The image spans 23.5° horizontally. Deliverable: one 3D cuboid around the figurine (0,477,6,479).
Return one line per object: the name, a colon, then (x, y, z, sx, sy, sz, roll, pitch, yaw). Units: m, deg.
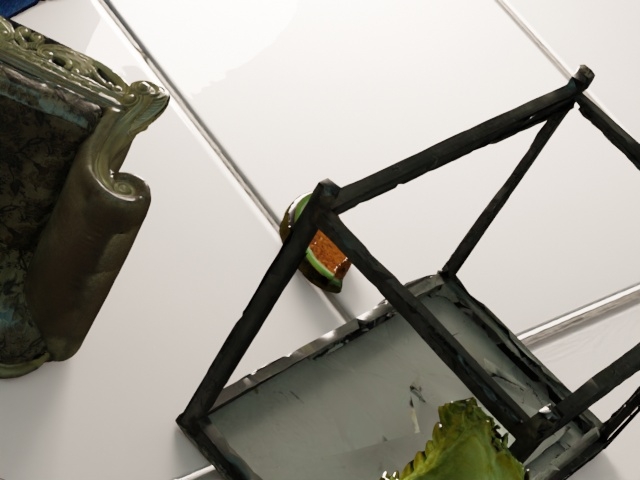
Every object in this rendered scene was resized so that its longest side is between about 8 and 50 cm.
figurine: (-0.197, 0.222, 0.928, 0.229, 0.137, 0.112, 47, 11, 12)

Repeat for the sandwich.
sandwich: (-0.001, 0.003, 1.330, 0.069, 0.026, 0.101, -9, 58, -42)

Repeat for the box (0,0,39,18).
box: (-0.250, -0.328, 1.323, 0.116, 0.261, 0.279, 38, 41, 10)

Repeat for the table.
table: (0.120, 0.071, 1.146, 0.222, 0.272, 0.335, 46, 43, 17)

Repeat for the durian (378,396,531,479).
durian: (0.048, 0.285, 0.905, 0.163, 0.198, 0.394, 13, 82, -9)

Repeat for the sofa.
sofa: (-0.256, -0.039, 1.085, 0.258, 0.200, 0.182, 26, 39, -8)
